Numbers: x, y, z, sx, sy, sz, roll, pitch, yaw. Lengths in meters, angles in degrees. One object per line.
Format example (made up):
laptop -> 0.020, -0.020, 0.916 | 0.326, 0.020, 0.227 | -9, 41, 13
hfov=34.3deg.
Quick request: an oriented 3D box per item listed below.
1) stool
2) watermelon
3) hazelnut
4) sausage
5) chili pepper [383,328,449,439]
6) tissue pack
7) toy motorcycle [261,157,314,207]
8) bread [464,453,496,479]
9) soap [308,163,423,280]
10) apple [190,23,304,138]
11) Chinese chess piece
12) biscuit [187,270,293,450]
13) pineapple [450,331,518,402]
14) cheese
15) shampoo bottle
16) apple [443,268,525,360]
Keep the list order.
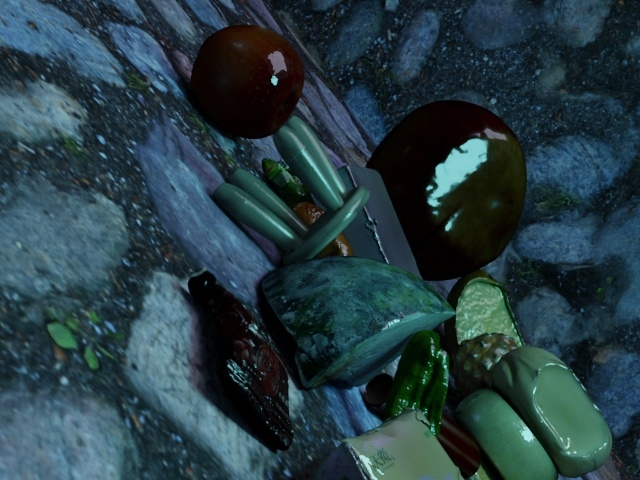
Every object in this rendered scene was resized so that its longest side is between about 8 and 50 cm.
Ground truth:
stool -> -0.045, -0.083, 1.776 | 0.198, 0.195, 0.195 | 49, 13, -6
watermelon -> 0.017, 0.134, 1.608 | 0.290, 0.213, 0.320 | 23, 39, 32
hazelnut -> 0.285, -0.109, 2.402 | 0.402, 0.429, 0.402 | 22, -8, 4
sausage -> 0.000, 0.000, 1.945 | 0.179, 0.089, 0.089 | 54, 13, 15
chili pepper -> 0.142, 0.259, 1.527 | 0.100, 0.256, 0.074 | 12, -5, -17
tissue pack -> 0.099, 0.333, 1.283 | 0.215, 0.123, 0.257 | 56, 21, 12
toy motorcycle -> -0.046, -0.087, 2.086 | 0.190, 0.074, 0.106 | 55, 22, 17
bread -> 0.318, 0.478, 1.815 | 0.250, 0.039, 0.182 | 54, 13, 11
soap -> 0.103, -0.003, 2.105 | 0.296, 0.107, 0.285 | 69, 16, 6
apple -> -0.141, -0.315, 2.047 | 0.201, 0.218, 0.218 | 29, 6, 18
Chinese chess piece -> 0.342, 0.381, 1.939 | 0.237, 0.092, 0.238 | 54, -3, 4
biscuit -> -0.093, 0.138, 1.296 | 0.151, 0.063, 0.235 | 56, 3, -34
pineapple -> 0.383, 0.369, 2.120 | 0.175, 0.175, 0.361 | 29, 39, -59
cheese -> 0.431, 0.323, 1.947 | 0.266, 0.127, 0.233 | 56, -6, 3
shampoo bottle -> 0.171, 0.305, 1.730 | 0.260, 0.064, 0.102 | 41, 17, -37
apple -> 0.387, 0.242, 2.399 | 0.254, 0.179, 0.345 | -17, 85, -62
